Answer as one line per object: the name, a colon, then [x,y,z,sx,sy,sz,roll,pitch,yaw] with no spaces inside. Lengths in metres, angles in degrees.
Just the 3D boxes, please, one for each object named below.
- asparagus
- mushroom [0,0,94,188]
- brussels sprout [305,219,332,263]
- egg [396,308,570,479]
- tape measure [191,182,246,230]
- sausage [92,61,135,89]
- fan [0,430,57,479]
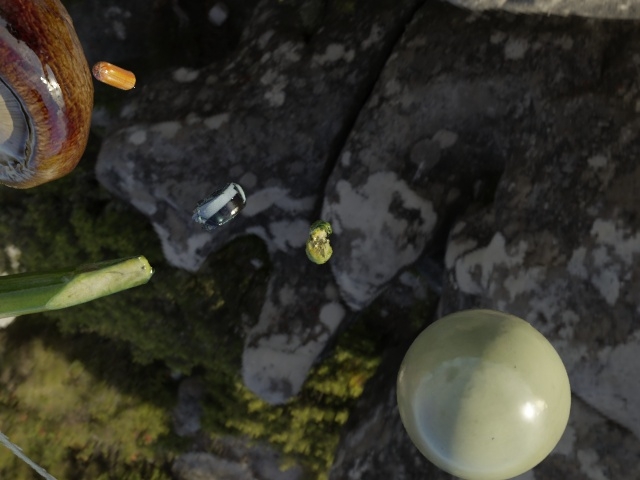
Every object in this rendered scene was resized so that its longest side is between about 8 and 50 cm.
asparagus: [-0.237,0.043,0.870,0.179,0.045,0.041,-9,93,16]
mushroom: [-0.278,-0.157,0.838,0.194,0.138,0.231,5,134,24]
brussels sprout: [0.000,-0.001,1.682,0.046,0.051,0.083,-8,125,-26]
egg: [0.207,0.196,1.229,0.219,0.219,0.269,11,164,13]
tape measure: [-0.160,-0.054,1.539,0.091,0.094,0.054,-34,101,3]
sausage: [-0.311,-0.247,1.436,0.031,0.107,0.031,0,91,13]
fan: [-0.136,0.169,0.574,0.233,0.012,0.414,2,141,32]
